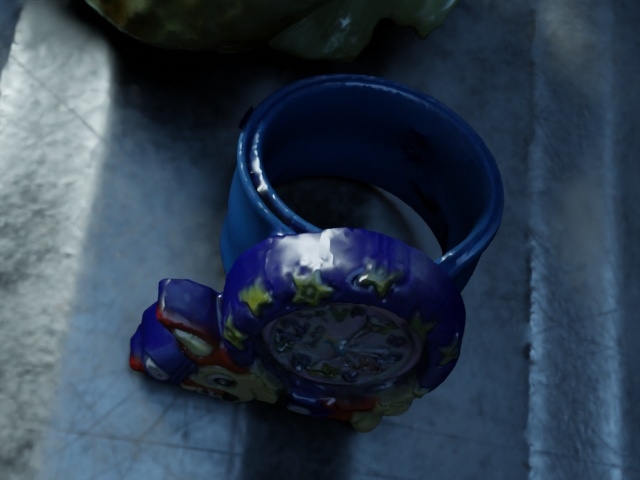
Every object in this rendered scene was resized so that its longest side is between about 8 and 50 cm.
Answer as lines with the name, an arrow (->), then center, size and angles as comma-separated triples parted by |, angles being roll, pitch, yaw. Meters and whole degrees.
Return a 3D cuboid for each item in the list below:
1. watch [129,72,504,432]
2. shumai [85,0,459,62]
watch -> 0.009, -0.001, 0.613 | 0.196, 0.171, 0.200 | 20, 52, -10
shumai -> -0.027, -0.280, 0.644 | 0.330, 0.292, 0.288 | 51, 41, 9
